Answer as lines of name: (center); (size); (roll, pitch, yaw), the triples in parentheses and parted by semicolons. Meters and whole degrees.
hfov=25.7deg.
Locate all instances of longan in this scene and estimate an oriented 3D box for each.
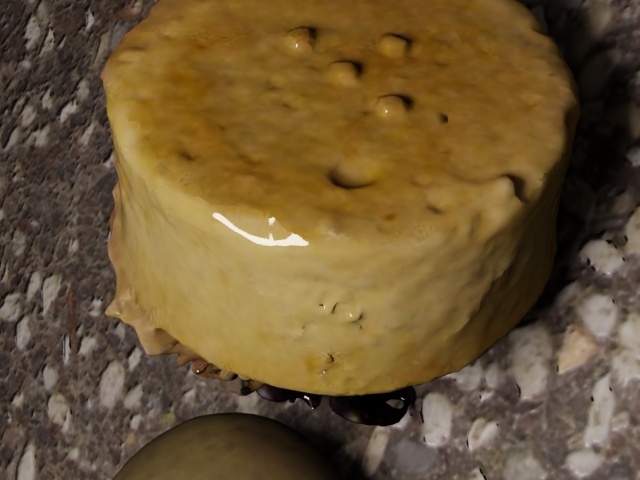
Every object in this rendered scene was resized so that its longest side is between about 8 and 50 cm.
longan: (-0.070, 0.226, 1.049); (0.220, 0.196, 0.196); (-27, 61, 35)

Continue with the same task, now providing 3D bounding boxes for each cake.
cake: (0.008, -0.003, 1.007); (0.321, 0.332, 0.332); (94, 153, -47)
